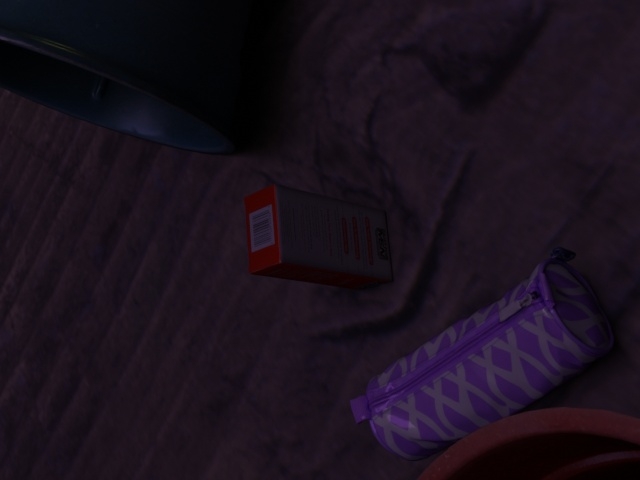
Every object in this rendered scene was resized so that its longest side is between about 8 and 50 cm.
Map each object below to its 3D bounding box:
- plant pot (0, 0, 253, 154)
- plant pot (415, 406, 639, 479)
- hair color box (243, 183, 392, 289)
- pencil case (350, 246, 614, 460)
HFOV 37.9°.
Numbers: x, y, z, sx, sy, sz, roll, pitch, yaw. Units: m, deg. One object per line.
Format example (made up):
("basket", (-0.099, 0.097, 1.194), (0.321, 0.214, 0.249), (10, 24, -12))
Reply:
("plant pot", (-0.202, -0.305, 0.977), (0.341, 0.341, 0.334), (12, 83, 46))
("plant pot", (0.204, 0.227, 0.472), (0.272, 0.265, 0.272), (-15, 70, 46))
("hair color box", (0.000, 0.000, 0.820), (0.043, 0.141, 0.071), (-20, 68, 42))
("pencil case", (0.124, 0.095, 0.715), (0.206, 0.088, 0.086), (-42, 53, 32))
